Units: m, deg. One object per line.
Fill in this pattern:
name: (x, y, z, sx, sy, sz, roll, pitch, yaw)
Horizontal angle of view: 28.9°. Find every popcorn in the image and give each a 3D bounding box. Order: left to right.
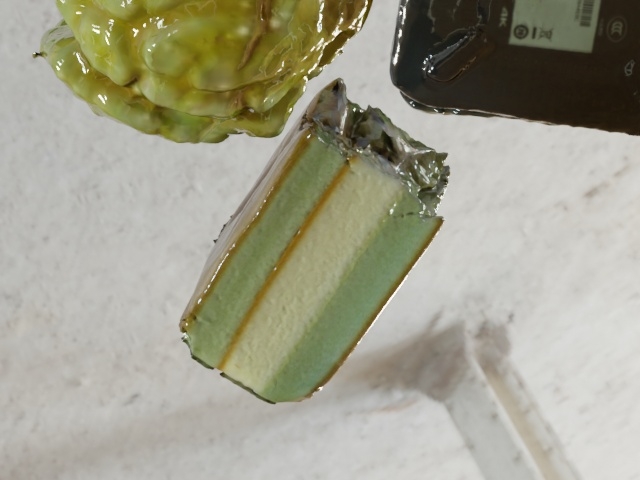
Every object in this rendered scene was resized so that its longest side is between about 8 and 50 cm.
popcorn: (-0.089, -0.197, 0.957, 0.247, 0.282, 0.282, 24, 133, -4)

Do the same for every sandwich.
sandwich: (0.001, 0.000, 1.110, 0.155, 0.227, 0.198, 32, 137, -8)

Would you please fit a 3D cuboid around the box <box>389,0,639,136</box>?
box: (0.264, -0.294, 1.365, 0.350, 0.091, 0.359, 6, 109, -5)
